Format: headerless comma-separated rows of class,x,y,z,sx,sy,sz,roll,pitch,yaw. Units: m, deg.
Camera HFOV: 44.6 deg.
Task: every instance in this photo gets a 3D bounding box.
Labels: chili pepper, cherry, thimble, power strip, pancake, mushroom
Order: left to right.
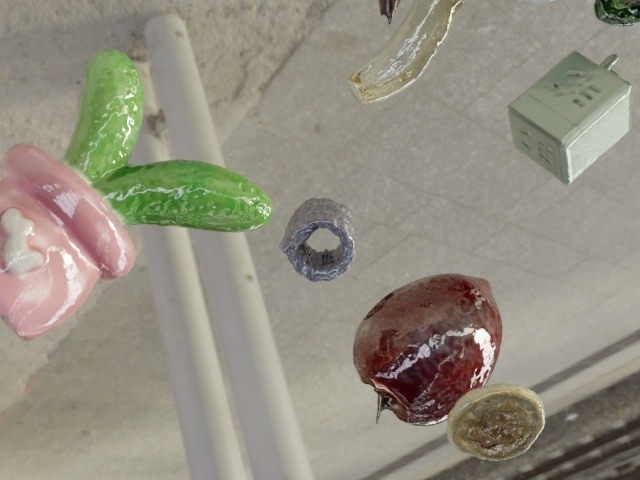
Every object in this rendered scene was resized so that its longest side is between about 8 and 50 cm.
thimble,0.002,-0.001,1.499,0.150,0.098,0.150,3,119,5
mushroom,0.188,-0.413,1.562,0.122,0.095,0.351,36,92,-35
cherry,0.179,0.171,1.269,0.300,0.203,0.230,-45,119,-11
pancake,0.260,0.271,1.155,0.151,0.025,0.152,-2,122,-2
power strip,0.461,-0.233,1.379,0.224,0.140,0.139,-40,144,-6
chili pepper,0.577,-0.455,1.485,0.216,0.108,0.062,-48,168,-54

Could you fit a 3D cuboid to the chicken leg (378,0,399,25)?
chicken leg,0.113,-0.521,1.462,0.063,0.234,0.105,-9,152,-22

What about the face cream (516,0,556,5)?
face cream,0.408,-0.507,1.358,0.206,0.206,0.111,-28,125,16

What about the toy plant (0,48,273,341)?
toy plant,-0.286,-0.031,1.002,0.356,0.317,0.210,-46,-178,-27
